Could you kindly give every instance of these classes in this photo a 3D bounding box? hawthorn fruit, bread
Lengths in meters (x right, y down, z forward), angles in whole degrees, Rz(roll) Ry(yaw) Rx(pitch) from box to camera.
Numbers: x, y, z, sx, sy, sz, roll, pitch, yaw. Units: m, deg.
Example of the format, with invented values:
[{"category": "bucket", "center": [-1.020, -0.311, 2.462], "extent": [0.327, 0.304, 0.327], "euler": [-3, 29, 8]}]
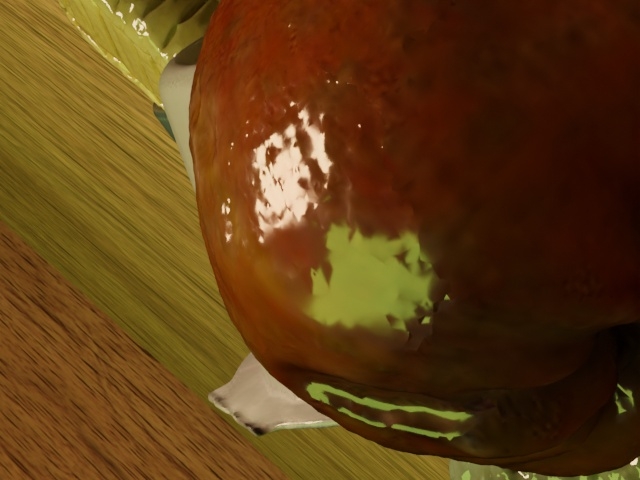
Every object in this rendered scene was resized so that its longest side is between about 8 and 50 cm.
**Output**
[{"category": "hawthorn fruit", "center": [0.071, -0.057, 0.720], "extent": [0.298, 0.277, 0.277], "euler": [62, 176, 33]}, {"category": "bread", "center": [-0.092, -0.156, 1.238], "extent": [0.236, 0.106, 0.140], "euler": [42, 165, 16]}]

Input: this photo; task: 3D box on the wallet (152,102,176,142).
[{"category": "wallet", "center": [0.000, 0.000, 1.474], "extent": [0.360, 0.083, 0.252], "euler": [49, 172, -14]}]

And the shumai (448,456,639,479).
[{"category": "shumai", "center": [0.204, 0.139, 0.883], "extent": [0.261, 0.222, 0.225], "euler": [21, 130, 15]}]

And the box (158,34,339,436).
[{"category": "box", "center": [0.041, -0.050, 0.987], "extent": [0.262, 0.291, 0.206], "euler": [-12, 110, 31]}]
